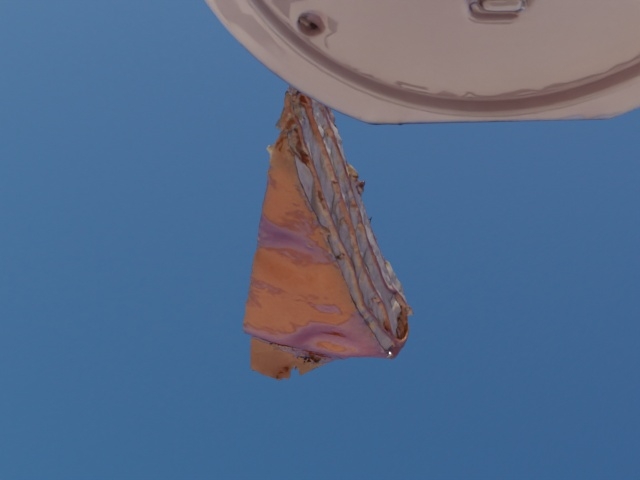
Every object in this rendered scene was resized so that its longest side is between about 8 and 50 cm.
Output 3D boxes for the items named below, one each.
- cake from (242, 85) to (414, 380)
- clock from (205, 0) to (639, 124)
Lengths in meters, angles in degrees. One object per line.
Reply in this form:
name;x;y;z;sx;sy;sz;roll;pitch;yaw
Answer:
cake;0.002;-0.005;0.831;0.135;0.098;0.287;14;-44;16
clock;0.052;-0.125;0.315;0.197;0.068;0.197;-2;-49;-3
